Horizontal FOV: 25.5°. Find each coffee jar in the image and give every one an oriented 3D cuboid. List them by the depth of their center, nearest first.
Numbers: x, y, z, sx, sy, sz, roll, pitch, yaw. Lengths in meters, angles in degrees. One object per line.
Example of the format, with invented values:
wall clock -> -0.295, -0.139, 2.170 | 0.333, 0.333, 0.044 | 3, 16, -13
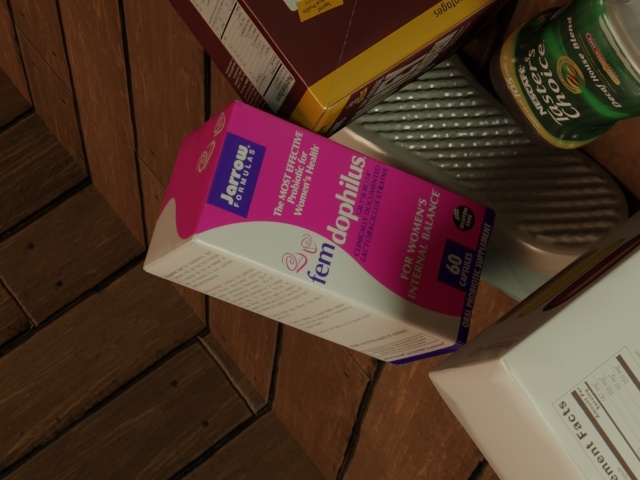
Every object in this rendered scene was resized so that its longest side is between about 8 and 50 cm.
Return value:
coffee jar -> 0.181, -0.118, 0.921 | 0.096, 0.079, 0.184 | 56, 163, -3

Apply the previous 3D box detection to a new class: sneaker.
sneaker -> 0.092, -0.059, 1.175 | 0.366, 0.135, 0.150 | 45, 156, 29

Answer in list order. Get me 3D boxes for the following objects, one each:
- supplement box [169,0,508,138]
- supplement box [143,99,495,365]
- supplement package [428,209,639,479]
supplement box -> 0.007, -0.199, 1.041 | 0.194, 0.191, 0.129 | 54, 162, 3
supplement box -> 0.000, 0.000, 1.029 | 0.220, 0.111, 0.114 | 21, 161, -19
supplement package -> 0.215, 0.063, 0.889 | 0.134, 0.244, 0.139 | 55, 162, -1
